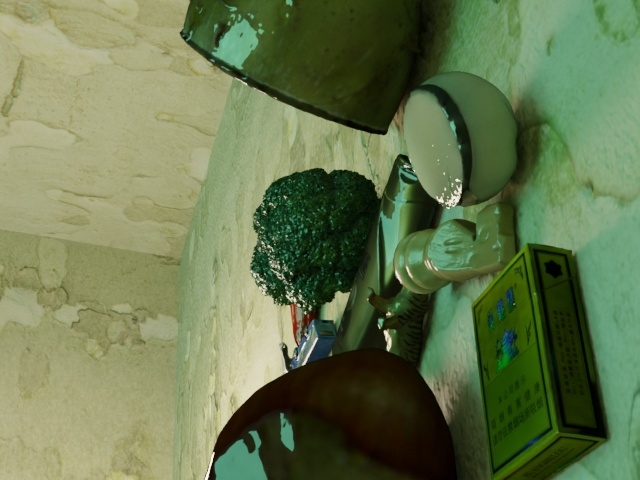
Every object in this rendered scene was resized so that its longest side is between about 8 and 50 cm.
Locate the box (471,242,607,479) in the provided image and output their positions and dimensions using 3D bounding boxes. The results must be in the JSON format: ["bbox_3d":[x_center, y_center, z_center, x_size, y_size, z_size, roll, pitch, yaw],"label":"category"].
[{"bbox_3d":[0.224,0.131,1.029,0.141,0.064,0.220,119,154,-51],"label":"box"}]

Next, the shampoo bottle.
[{"bbox_3d":[0.103,0.041,1.497,0.126,0.084,0.350,-108,32,-64],"label":"shampoo bottle"}]

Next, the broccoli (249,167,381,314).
[{"bbox_3d":[0.000,0.000,1.670,0.262,0.269,0.242,63,-178,32],"label":"broccoli"}]

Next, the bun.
[{"bbox_3d":[0.187,-0.131,1.224,0.173,0.119,0.173,52,152,43],"label":"bun"}]

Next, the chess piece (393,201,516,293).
[{"bbox_3d":[0.183,0.013,1.255,0.200,0.090,0.090,-23,58,60],"label":"chess piece"}]

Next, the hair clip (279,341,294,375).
[{"bbox_3d":[-0.070,0.321,1.981,0.159,0.071,0.219,139,143,-76],"label":"hair clip"}]

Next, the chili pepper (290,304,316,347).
[{"bbox_3d":[-0.032,0.153,1.977,0.088,0.064,0.169,95,173,-66],"label":"chili pepper"}]

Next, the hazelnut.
[{"bbox_3d":[0.019,0.311,1.224,0.366,0.365,0.366,-170,90,-75],"label":"hazelnut"}]

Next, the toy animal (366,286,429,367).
[{"bbox_3d":[0.110,0.138,1.400,0.056,0.099,0.241,25,110,59],"label":"toy animal"}]

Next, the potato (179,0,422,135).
[{"bbox_3d":[-0.009,-0.406,1.646,0.320,0.385,0.442,-64,29,12],"label":"potato"}]

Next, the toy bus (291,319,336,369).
[{"bbox_3d":[-0.014,0.212,1.881,0.153,0.051,0.061,114,154,-42],"label":"toy bus"}]
